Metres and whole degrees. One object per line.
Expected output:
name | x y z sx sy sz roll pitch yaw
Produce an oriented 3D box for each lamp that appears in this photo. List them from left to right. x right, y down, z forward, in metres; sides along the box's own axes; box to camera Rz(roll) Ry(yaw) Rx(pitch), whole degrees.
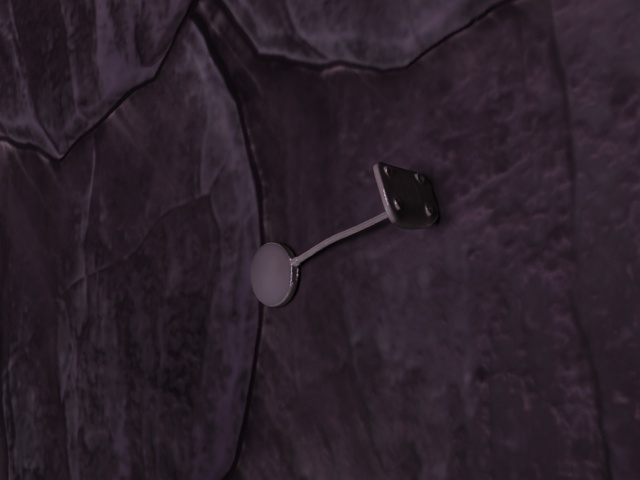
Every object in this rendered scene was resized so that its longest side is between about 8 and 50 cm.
lamp | 0.000 0.000 0.787 0.198 0.056 0.050 -30 68 44
